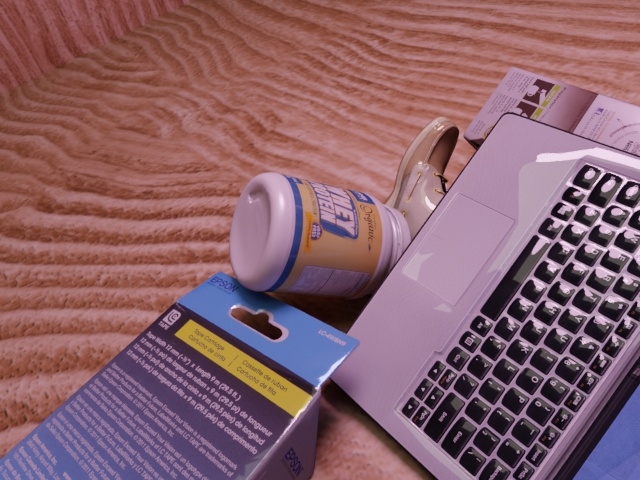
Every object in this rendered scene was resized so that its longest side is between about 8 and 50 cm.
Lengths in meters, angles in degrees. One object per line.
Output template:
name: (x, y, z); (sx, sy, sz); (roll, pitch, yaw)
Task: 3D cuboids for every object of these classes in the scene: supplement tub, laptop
supplement tub: (0.000, 0.000, 0.648); (0.200, 0.144, 0.144); (9, 30, -31)
laptop: (0.190, 0.053, 0.400); (0.408, 0.236, 0.382); (35, 89, 38)

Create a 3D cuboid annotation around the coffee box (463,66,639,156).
coffee box: (0.352, -0.090, 0.637); (0.119, 0.168, 0.297); (-56, 43, 9)

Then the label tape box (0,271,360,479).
label tape box: (-0.144, 0.213, 0.552); (0.249, 0.115, 0.348); (21, 51, 36)

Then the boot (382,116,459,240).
boot: (0.173, -0.048, 0.689); (0.165, 0.077, 0.213); (34, 103, 41)
